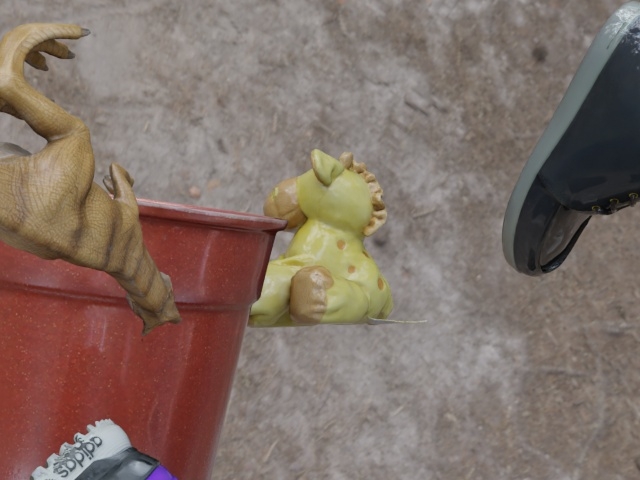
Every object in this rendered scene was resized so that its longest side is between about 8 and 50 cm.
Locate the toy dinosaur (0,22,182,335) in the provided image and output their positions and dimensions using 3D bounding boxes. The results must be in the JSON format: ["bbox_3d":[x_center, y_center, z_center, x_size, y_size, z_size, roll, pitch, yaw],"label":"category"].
[{"bbox_3d":[-0.101,-0.018,0.320,0.211,0.064,0.112,29,39,-61],"label":"toy dinosaur"}]

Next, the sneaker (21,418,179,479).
[{"bbox_3d":[-0.134,0.213,0.447,0.146,0.102,0.293,36,35,6],"label":"sneaker"}]

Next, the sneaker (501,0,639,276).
[{"bbox_3d":[0.210,-0.038,0.639,0.118,0.222,0.083,39,44,26],"label":"sneaker"}]

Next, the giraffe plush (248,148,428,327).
[{"bbox_3d":[0.000,0.000,0.932,0.210,0.181,0.170,-1,83,-5],"label":"giraffe plush"}]

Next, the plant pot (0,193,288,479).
[{"bbox_3d":[-0.178,0.095,0.724,0.272,0.272,0.265,8,92,-19],"label":"plant pot"}]
